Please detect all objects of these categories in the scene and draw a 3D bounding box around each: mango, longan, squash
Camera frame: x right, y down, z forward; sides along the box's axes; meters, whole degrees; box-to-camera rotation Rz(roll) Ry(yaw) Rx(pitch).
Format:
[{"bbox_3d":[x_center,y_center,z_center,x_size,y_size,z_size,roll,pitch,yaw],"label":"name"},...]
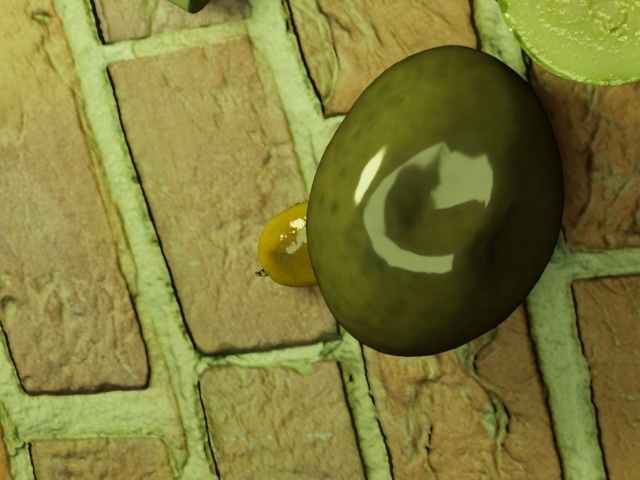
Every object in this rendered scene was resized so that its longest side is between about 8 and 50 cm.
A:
[{"bbox_3d":[0.000,0.000,2.219,0.187,0.066,0.101,-21,99,19],"label":"mango"},{"bbox_3d":[0.125,-0.040,2.037,0.288,0.288,0.350,23,104,15],"label":"longan"},{"bbox_3d":[0.273,-0.272,1.921,0.220,0.133,0.220,2,133,2],"label":"squash"}]

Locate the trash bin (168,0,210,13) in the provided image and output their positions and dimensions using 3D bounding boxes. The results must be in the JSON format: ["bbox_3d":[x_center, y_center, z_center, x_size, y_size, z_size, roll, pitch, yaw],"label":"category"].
[{"bbox_3d":[-0.199,-0.417,2.137,0.247,0.121,0.243,30,117,8],"label":"trash bin"}]
